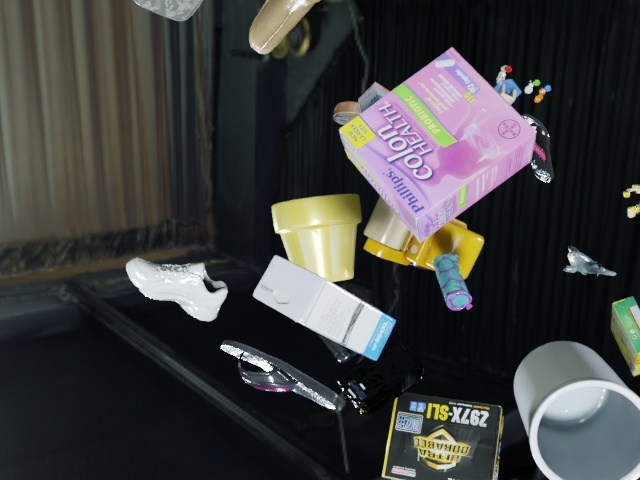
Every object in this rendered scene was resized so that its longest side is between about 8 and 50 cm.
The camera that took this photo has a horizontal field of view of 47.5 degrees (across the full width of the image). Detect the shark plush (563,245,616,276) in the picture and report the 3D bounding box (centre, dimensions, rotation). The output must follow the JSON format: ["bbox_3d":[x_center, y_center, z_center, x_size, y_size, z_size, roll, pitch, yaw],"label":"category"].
[{"bbox_3d":[0.731,0.073,1.971,0.161,0.073,0.067,34,160,-13],"label":"shark plush"}]

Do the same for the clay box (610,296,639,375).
[{"bbox_3d":[0.718,0.227,1.671,0.053,0.127,0.222,-22,151,11],"label":"clay box"}]

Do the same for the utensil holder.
[{"bbox_3d":[0.745,0.491,2.115,0.328,0.327,0.385,4,-169,6],"label":"utensil holder"}]

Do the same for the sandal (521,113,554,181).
[{"bbox_3d":[0.476,-0.198,1.614,0.040,0.179,0.067,-36,-148,-17],"label":"sandal"}]

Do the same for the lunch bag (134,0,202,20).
[{"bbox_3d":[-0.412,-0.796,1.990,0.213,0.305,0.256,10,-138,-44],"label":"lunch bag"}]

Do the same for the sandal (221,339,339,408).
[{"bbox_3d":[-0.150,0.468,2.453,0.446,0.107,0.167,27,157,5],"label":"sandal"}]

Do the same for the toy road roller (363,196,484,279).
[{"bbox_3d":[0.308,-0.009,2.068,0.330,0.202,0.241,17,-171,-47],"label":"toy road roller"}]

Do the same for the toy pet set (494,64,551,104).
[{"bbox_3d":[0.481,-0.381,1.778,0.122,0.114,0.065,24,-128,-9],"label":"toy pet set"}]

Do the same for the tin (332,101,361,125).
[{"bbox_3d":[0.127,-0.318,1.875,0.190,0.040,0.106,9,174,-6],"label":"tin"}]

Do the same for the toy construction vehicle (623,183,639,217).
[{"bbox_3d":[0.837,-0.108,1.915,0.098,0.085,0.035,-24,-151,-21],"label":"toy construction vehicle"}]

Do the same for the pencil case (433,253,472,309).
[{"bbox_3d":[0.321,0.099,1.767,0.070,0.064,0.151,33,-151,-29],"label":"pencil case"}]

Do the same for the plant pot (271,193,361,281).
[{"bbox_3d":[0.000,0.000,2.083,0.254,0.238,0.254,-8,180,0],"label":"plant pot"}]

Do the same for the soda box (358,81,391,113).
[{"bbox_3d":[0.169,-0.262,1.564,0.183,0.058,0.063,26,-142,-29],"label":"soda box"}]

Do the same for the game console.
[{"bbox_3d":[0.103,0.291,1.984,0.213,0.044,0.361,-29,-126,-17],"label":"game console"}]

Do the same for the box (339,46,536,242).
[{"bbox_3d":[0.195,-0.161,1.226,0.213,0.243,0.117,53,178,22],"label":"box"}]

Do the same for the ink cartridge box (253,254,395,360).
[{"bbox_3d":[0.008,0.117,1.252,0.148,0.085,0.203,22,172,46],"label":"ink cartridge box"}]

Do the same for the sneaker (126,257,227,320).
[{"bbox_3d":[-0.306,0.080,1.591,0.232,0.115,0.090,26,-154,-23],"label":"sneaker"}]

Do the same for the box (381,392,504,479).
[{"bbox_3d":[0.362,0.595,2.129,0.322,0.257,0.079,3,157,25],"label":"box"}]

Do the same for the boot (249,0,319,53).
[{"bbox_3d":[-0.032,-0.492,1.361,0.089,0.236,0.269,36,163,-15],"label":"boot"}]
